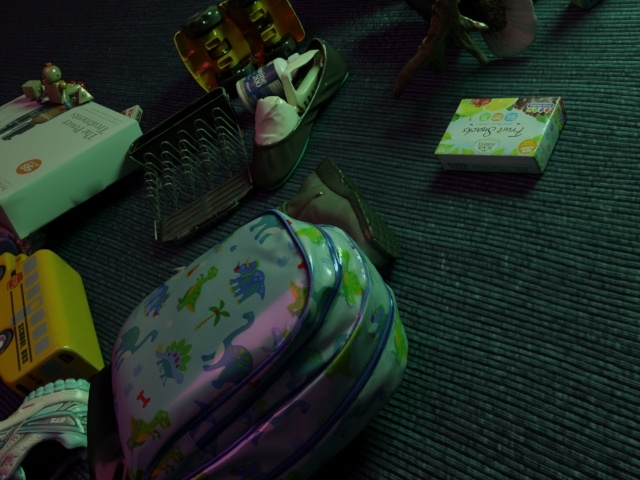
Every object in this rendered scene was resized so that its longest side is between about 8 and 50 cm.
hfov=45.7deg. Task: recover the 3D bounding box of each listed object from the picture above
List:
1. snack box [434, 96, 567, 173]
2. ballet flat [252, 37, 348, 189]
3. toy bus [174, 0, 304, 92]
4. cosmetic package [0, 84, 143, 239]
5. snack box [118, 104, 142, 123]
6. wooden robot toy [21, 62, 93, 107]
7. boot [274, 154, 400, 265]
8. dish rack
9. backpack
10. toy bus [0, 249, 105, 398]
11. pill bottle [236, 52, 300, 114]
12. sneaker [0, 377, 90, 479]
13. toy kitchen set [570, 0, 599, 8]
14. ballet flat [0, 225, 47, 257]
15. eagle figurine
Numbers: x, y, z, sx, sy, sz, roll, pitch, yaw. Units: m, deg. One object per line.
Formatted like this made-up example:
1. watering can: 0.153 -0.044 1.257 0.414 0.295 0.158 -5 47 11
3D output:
1. snack box: 0.229 -0.135 0.970 0.141 0.037 0.100 6 59 41
2. ballet flat: -0.050 -0.214 1.215 0.095 0.096 0.281 4 56 39
3. toy bus: -0.155 -0.403 1.459 0.220 0.149 0.211 -30 24 8
4. cosmetic package: -0.543 -0.167 1.449 0.284 0.098 0.377 -40 43 -26
5. snack box: -0.407 -0.202 1.538 0.064 0.022 0.178 -17 44 21
6. wooden robot toy: -0.518 -0.315 1.489 0.173 0.079 0.076 14 42 32
7. boot: 0.000 0.000 1.003 0.161 0.083 0.246 -42 33 7
8. dish rack: -0.215 -0.123 1.275 0.208 0.074 0.272 -31 40 11
9. backpack: -0.078 0.138 0.815 0.355 0.273 0.290 -24 33 -1
10. toy bus: -0.436 0.124 1.184 0.130 0.108 0.333 -38 39 1
11. pill bottle: -0.081 -0.274 1.319 0.120 0.067 0.067 -27 41 15
12. sneaker: -0.417 0.298 1.008 0.283 0.110 0.122 -34 43 6
13. toy kitchen set: 0.440 -0.396 0.988 0.207 0.122 0.166 -37 39 3
14. ballet flat: -0.615 0.005 1.475 0.240 0.091 0.077 7 27 37
15. eagle figurine: 0.172 -0.390 1.107 0.226 0.225 0.298 -18 44 24
